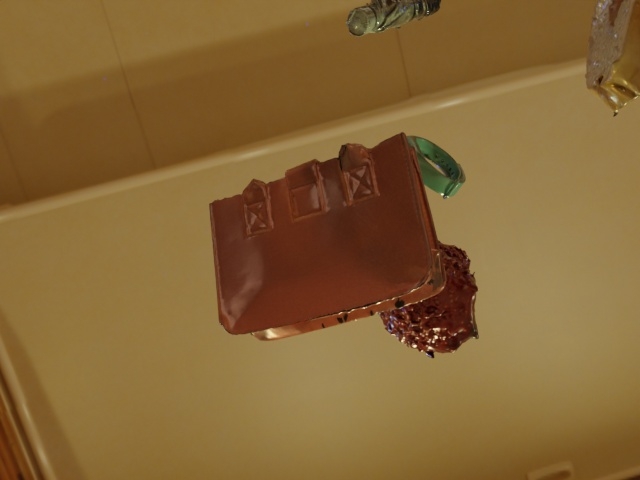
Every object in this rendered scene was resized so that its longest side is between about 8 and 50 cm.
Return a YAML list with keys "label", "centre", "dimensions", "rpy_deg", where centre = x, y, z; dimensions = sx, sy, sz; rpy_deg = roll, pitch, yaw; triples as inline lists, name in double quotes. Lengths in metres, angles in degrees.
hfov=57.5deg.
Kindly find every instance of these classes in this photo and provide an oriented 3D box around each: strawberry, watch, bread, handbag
- label: "strawberry"
  centre: [0.156, 0.081, 0.946]
  dimensions: [0.202, 0.186, 0.184]
  rpy_deg: [22, 176, -19]
- label: "watch"
  centre: [0.309, -0.204, 1.610]
  dimensions: [0.195, 0.068, 0.237]
  rpy_deg: [23, -152, -21]
- label: "bread"
  centre: [0.518, -0.280, 0.869]
  dimensions: [0.224, 0.211, 0.183]
  rpy_deg: [15, -170, 10]
- label: "handbag"
  centre: [0.000, 0.000, 0.550]
  dimensions: [0.213, 0.157, 0.059]
  rpy_deg: [-18, 160, 21]

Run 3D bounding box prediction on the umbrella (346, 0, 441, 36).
- label: "umbrella"
  centre: [0.093, -0.296, 0.748]
  dimensions: [0.188, 0.050, 0.046]
  rpy_deg: [-35, 171, -42]
